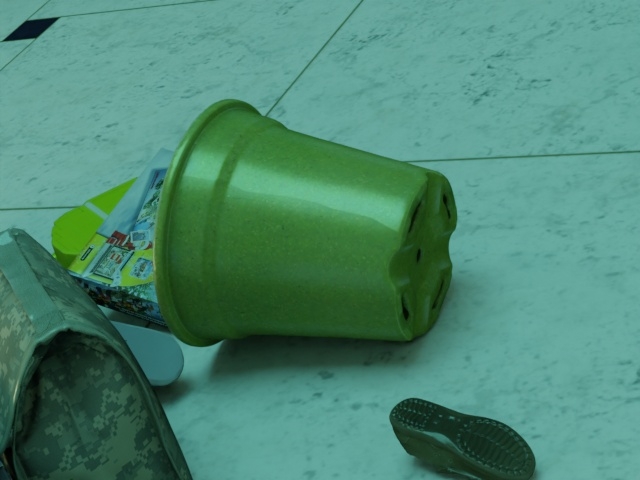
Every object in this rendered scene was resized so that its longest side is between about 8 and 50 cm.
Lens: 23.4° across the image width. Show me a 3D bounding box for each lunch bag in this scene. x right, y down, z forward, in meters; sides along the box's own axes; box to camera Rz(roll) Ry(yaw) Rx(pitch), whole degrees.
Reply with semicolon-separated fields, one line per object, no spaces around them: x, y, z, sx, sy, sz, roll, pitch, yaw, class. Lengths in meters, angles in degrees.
-0.249;0.148;1.479;0.169;0.287;0.235;-26;31;-12;lunch bag

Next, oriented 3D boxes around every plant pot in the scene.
0.000;0.000;1.646;0.254;0.276;0.276;10;39;23;plant pot

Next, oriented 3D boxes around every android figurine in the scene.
-0.230;-0.019;1.982;0.273;0.056;0.248;-30;32;-22;android figurine

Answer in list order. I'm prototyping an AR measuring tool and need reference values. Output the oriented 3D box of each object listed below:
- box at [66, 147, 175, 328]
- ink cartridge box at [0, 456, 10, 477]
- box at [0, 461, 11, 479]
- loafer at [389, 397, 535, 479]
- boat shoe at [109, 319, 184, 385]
-0.178;-0.004;1.860;0.159;0.044;0.233;18;51;19;box
-0.463;0.218;1.642;0.261;0.066;0.296;-16;43;4;ink cartridge box
-0.287;0.259;1.365;0.059;0.232;0.183;-33;32;-19;box
0.132;0.191;1.424;0.148;0.050;0.056;24;52;30;loafer
-0.261;0.109;1.660;0.076;0.229;0.080;-37;41;56;boat shoe
